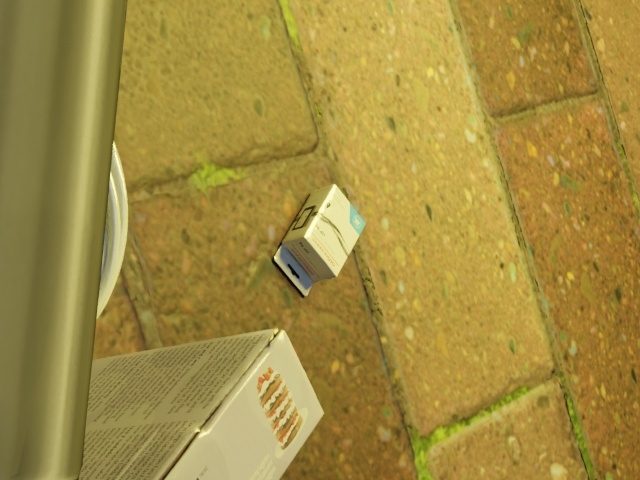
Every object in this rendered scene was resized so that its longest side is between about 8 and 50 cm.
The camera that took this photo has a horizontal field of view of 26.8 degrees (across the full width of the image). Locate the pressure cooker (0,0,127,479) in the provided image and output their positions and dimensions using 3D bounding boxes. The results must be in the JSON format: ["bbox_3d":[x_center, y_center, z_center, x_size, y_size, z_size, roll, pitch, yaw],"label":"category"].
[{"bbox_3d":[-0.260,0.009,0.503,0.370,0.375,0.421,22,72,-70],"label":"pressure cooker"}]

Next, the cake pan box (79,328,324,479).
[{"bbox_3d":[-0.158,0.155,0.707,0.070,0.245,0.267,63,35,-18],"label":"cake pan box"}]

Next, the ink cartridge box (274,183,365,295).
[{"bbox_3d":[0.000,0.000,1.108,0.048,0.028,0.083,50,47,-24],"label":"ink cartridge box"}]

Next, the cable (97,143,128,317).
[{"bbox_3d":[-0.237,-0.032,0.819,0.257,0.089,0.257,51,47,-25],"label":"cable"}]
